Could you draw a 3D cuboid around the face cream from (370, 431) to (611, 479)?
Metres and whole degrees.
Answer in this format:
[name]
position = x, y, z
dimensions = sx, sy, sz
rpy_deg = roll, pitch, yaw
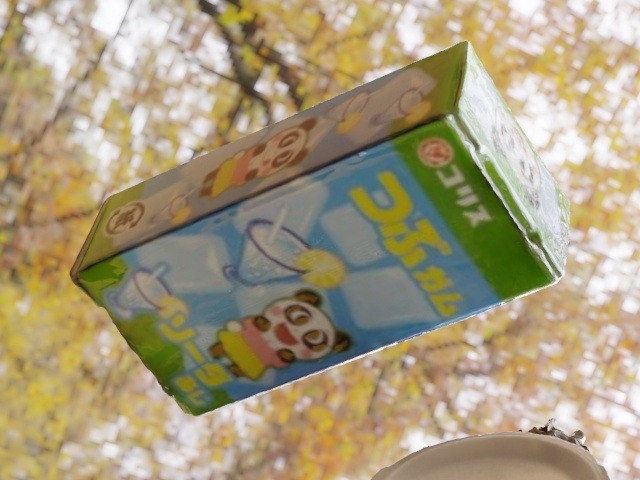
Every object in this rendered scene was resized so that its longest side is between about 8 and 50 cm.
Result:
[face cream]
position = 0.085, 0.192, 0.671
dimensions = 0.107, 0.269, 0.073
rpy_deg = -2, -143, 19

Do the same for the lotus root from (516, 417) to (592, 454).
[lotus root]
position = 0.081, 0.212, 0.962
dimensions = 0.151, 0.169, 0.342
rpy_deg = -95, -170, -53

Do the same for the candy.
[candy]
position = 0.000, 0.000, 0.777
dimensions = 0.194, 0.097, 0.062
rpy_deg = -22, -150, 26
